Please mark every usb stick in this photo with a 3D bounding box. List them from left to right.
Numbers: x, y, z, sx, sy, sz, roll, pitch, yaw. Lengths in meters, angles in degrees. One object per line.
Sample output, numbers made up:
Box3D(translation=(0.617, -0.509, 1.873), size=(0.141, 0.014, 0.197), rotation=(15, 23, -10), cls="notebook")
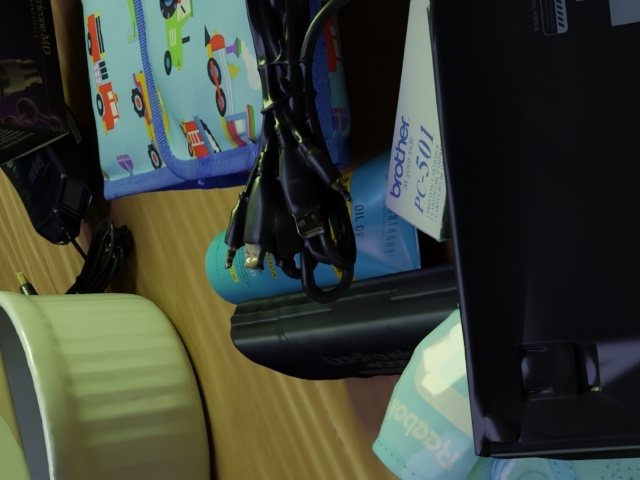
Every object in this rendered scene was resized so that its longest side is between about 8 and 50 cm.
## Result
Box3D(translation=(0.036, 0.044, 0.657), size=(0.278, 0.077, 0.045), rotation=(-14, 56, 62), cls="usb stick")

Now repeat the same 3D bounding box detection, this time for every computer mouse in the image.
Box3D(translation=(-0.253, -0.031, 1.205), size=(0.262, 0.060, 0.184), rotation=(54, 133, 27), cls="computer mouse")

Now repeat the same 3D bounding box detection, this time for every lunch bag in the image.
Box3D(translation=(-0.041, -0.140, 0.643), size=(0.293, 0.138, 0.221), rotation=(178, 86, -75), cls="lunch bag")

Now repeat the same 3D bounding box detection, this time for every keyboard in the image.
Box3D(translation=(0.058, -0.088, 0.410), size=(0.202, 0.033, 0.317), rotation=(-7, 84, 18), cls="keyboard")

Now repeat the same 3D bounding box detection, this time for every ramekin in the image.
Box3D(translation=(-0.196, 0.172, 1.054), size=(0.277, 0.135, 0.277), rotation=(18, 110, 59), cls="ramekin")

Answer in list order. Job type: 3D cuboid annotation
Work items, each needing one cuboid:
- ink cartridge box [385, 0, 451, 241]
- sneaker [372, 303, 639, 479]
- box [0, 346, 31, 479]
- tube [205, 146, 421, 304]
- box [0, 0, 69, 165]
Box3D(translation=(0.088, -0.106, 0.504), size=(0.046, 0.097, 0.207), rotation=(37, 126, 53), cls="ink cartridge box")
Box3D(translation=(0.100, 0.043, 0.452), size=(0.135, 0.150, 0.366), rotation=(33, 124, 55), cls="sneaker")
Box3D(translation=(-0.319, 0.129, 1.002), size=(0.148, 0.121, 0.311), rotation=(-55, 48, 51), cls="box")
Box3D(translation=(0.000, 0.000, 0.749), size=(0.207, 0.052, 0.080), rotation=(-19, 73, 57), cls="tube")
Box3D(translation=(-0.332, -0.156, 1.079), size=(0.108, 0.207, 0.153), rotation=(-18, 78, 37), cls="box")
